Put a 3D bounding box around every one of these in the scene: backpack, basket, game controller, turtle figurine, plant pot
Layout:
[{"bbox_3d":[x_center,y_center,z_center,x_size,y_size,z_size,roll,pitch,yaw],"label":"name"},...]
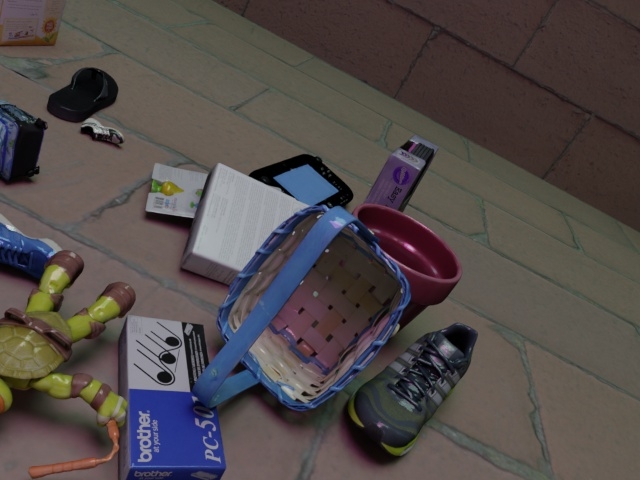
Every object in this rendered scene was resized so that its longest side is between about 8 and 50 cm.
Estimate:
[{"bbox_3d":[-0.484,-0.156,0.824,0.114,0.105,0.084,33,26,19],"label":"backpack"},{"bbox_3d":[-0.012,0.077,0.680,0.201,0.254,0.289,42,10,20],"label":"basket"},{"bbox_3d":[-0.035,-0.113,1.223,0.167,0.067,0.319,35,28,11],"label":"game controller"},{"bbox_3d":[-0.297,0.096,0.553,0.270,0.087,0.217,21,33,-2],"label":"turtle figurine"},{"bbox_3d":[0.102,0.067,0.915,0.202,0.180,0.201,22,27,-12],"label":"plant pot"}]

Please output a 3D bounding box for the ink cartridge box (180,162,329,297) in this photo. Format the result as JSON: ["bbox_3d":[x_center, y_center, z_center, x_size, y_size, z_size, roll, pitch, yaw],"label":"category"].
[{"bbox_3d":[-0.096,-0.003,0.919,0.232,0.066,0.189,26,50,-24],"label":"ink cartridge box"}]

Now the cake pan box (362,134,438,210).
[{"bbox_3d":[0.136,-0.078,1.106,0.070,0.266,0.246,30,25,7],"label":"cake pan box"}]

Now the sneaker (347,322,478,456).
[{"bbox_3d":[0.141,0.195,0.796,0.111,0.121,0.300,38,28,17],"label":"sneaker"}]

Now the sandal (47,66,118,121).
[{"bbox_3d":[-0.484,-0.317,1.155,0.097,0.054,0.254,20,28,-17],"label":"sandal"}]

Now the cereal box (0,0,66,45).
[{"bbox_3d":[-0.633,-0.547,1.206,0.047,0.240,0.173,33,27,8],"label":"cereal box"}]

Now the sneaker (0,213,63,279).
[{"bbox_3d":[-0.387,0.015,0.668,0.152,0.058,0.085,30,21,12],"label":"sneaker"}]

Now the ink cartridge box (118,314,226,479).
[{"bbox_3d":[-0.171,0.174,0.616,0.097,0.046,0.207,12,31,-28],"label":"ink cartridge box"}]

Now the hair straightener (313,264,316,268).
[{"bbox_3d":[-0.081,-0.008,1.013,0.089,0.047,0.230,1,42,-43],"label":"hair straightener"}]

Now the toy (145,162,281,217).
[{"bbox_3d":[-0.188,-0.061,0.995,0.238,0.056,0.136,12,39,-19],"label":"toy"}]

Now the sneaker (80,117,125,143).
[{"bbox_3d":[-0.418,-0.202,1.055,0.083,0.031,0.037,23,41,-1],"label":"sneaker"}]
